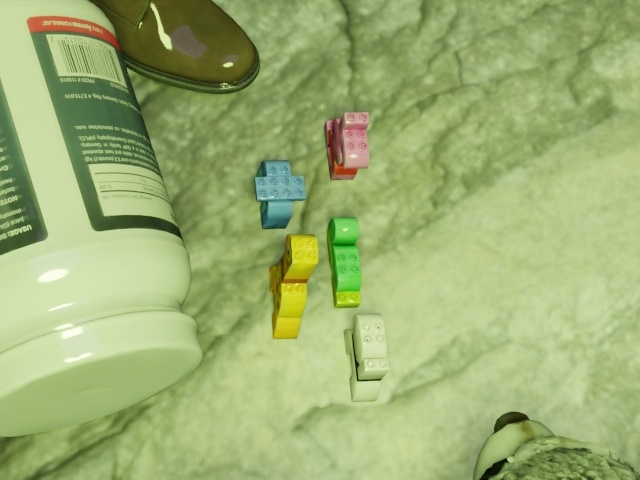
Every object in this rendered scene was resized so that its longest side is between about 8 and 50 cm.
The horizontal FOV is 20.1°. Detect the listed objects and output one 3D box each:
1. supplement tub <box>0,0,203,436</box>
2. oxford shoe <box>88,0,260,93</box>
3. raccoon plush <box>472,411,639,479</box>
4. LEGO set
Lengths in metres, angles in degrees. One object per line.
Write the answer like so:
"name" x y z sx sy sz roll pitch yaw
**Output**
"supplement tub" -0.201 -0.020 1.256 0.191 0.191 0.272 -14 73 -17
"oxford shoe" -0.142 -0.194 1.390 0.227 0.096 0.083 34 64 0
"raccoon plush" 0.198 0.327 1.150 0.216 0.299 0.446 -28 78 -21
"LEGO set" 0.000 0.000 1.345 0.087 0.093 0.227 -2 70 -13
